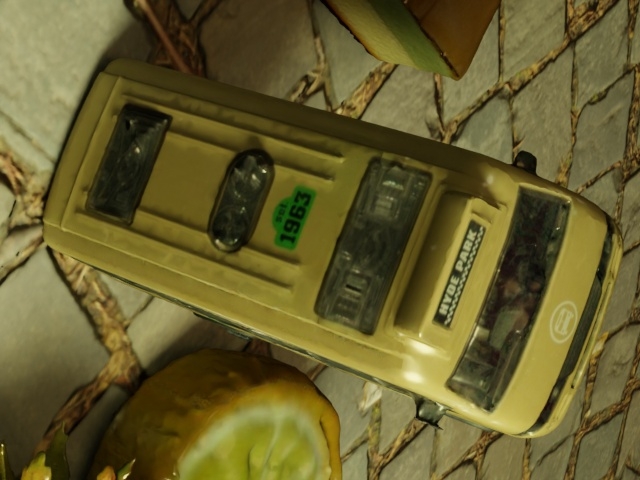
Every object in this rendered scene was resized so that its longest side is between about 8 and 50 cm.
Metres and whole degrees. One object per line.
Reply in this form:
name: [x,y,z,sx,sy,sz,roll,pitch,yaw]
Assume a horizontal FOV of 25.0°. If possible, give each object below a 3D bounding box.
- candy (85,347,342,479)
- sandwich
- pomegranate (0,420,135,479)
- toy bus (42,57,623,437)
candy: [-0.085,0.214,1.180,0.260,0.118,0.260,-27,125,-47]
sandwich: [0.075,-0.264,1.178,0.220,0.108,0.186,40,73,-53]
pomegranate: [-0.184,0.254,0.970,0.221,0.221,0.256,-11,109,-54]
toy bus: [0.000,0.000,0.964,0.202,0.365,0.177,26,83,-55]
